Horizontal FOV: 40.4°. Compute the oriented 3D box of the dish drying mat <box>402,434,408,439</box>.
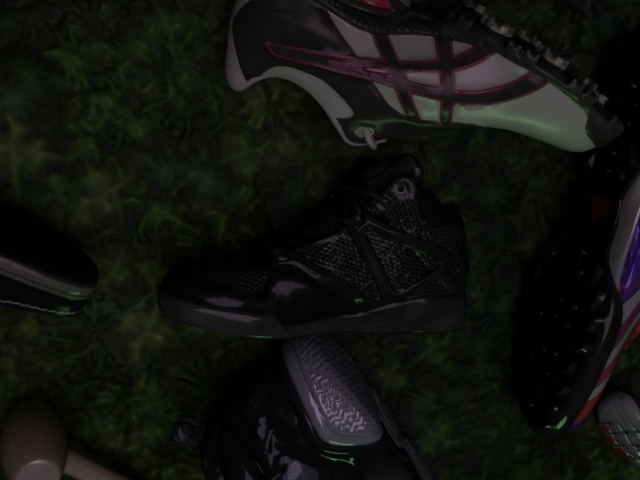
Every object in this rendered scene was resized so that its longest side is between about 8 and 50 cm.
[{"bbox_3d":[0.059,0.200,0.721,0.032,0.008,0.083,-8,108,-9],"label":"dish drying mat"}]

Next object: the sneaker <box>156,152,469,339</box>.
[{"bbox_3d":[0.000,0.000,0.605,0.227,0.087,0.130,-2,106,-16],"label":"sneaker"}]

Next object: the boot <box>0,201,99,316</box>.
[{"bbox_3d":[-0.278,0.051,0.558,0.236,0.085,0.179,19,104,-11],"label":"boot"}]

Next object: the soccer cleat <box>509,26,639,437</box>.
[{"bbox_3d":[0.238,0.006,0.652,0.116,0.108,0.319,11,102,-20],"label":"soccer cleat"}]

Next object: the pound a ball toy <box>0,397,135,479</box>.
[{"bbox_3d":[-0.149,0.293,0.635,0.319,0.136,0.208,39,95,-21],"label":"pound a ball toy"}]

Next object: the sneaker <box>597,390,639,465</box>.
[{"bbox_3d":[0.299,0.167,0.750,0.158,0.061,0.065,43,67,-22],"label":"sneaker"}]

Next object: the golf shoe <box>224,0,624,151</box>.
[{"bbox_3d":[0.069,-0.112,0.586,0.272,0.105,0.120,24,110,-10],"label":"golf shoe"}]

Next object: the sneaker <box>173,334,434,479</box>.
[{"bbox_3d":[0.004,0.202,0.660,0.153,0.101,0.269,-31,108,7],"label":"sneaker"}]
